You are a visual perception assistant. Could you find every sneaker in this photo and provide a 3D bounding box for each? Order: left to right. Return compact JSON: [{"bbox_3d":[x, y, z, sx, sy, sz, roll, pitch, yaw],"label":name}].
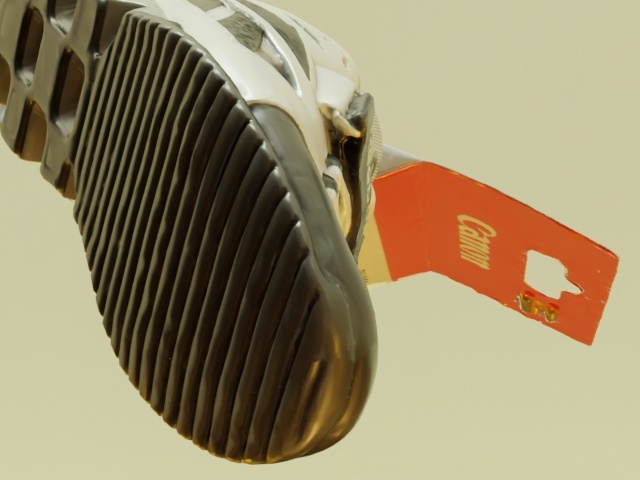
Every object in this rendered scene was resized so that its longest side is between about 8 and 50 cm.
[{"bbox_3d":[-0.022,-0.032,0.670,0.330,0.146,0.122,56,-49,52],"label":"sneaker"}]

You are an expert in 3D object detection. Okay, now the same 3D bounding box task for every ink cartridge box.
[{"bbox_3d":[0.000,0.000,1.163,0.385,0.308,0.091,24,-100,10],"label":"ink cartridge box"}]
